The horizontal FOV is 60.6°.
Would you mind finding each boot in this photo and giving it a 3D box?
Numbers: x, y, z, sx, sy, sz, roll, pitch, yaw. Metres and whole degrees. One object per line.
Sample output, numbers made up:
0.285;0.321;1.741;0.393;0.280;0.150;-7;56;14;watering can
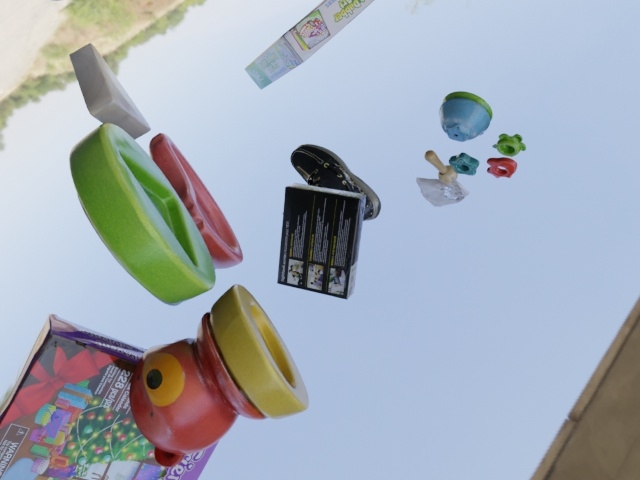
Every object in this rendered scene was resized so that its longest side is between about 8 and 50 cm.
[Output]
-0.016;-0.100;1.092;0.236;0.085;0.179;41;-135;22;boot

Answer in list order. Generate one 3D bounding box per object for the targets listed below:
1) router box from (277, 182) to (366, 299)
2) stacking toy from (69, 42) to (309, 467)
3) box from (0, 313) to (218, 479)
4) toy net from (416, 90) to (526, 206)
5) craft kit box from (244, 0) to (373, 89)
0.000;0.000;0.939;0.133;0.178;0.046;12;-163;17;router box
-0.157;0.015;0.469;0.130;0.279;0.309;-31;-133;0;stacking toy
-0.236;0.241;0.532;0.293;0.201;0.057;-61;-150;-1;box
0.206;-0.110;0.774;0.122;0.232;0.045;23;-111;9;toy net
0.001;-0.373;0.935;0.247;0.061;0.250;-42;-162;-12;craft kit box
